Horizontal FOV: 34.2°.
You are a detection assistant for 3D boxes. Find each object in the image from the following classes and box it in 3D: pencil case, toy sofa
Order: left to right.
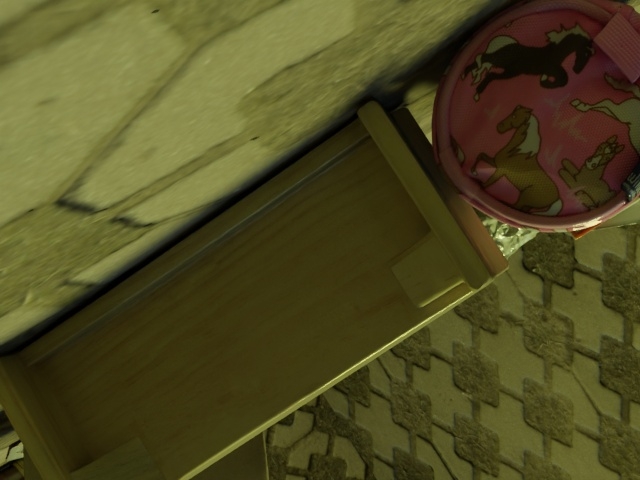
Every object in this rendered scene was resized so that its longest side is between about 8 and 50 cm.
[{"bbox_3d":[-0.049,0.059,0.786,0.362,0.150,0.177,-34,173,11],"label":"toy sofa"},{"bbox_3d":[0.206,-0.098,0.843,0.167,0.160,0.386,11,-172,16],"label":"pencil case"}]

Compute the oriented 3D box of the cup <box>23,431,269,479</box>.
[{"bbox_3d":[-0.205,0.269,1.153,0.236,0.331,0.331,-3,166,-15],"label":"cup"}]

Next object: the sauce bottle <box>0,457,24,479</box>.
[{"bbox_3d":[-0.352,0.335,1.679,0.344,0.111,0.111,-29,173,-31],"label":"sauce bottle"}]

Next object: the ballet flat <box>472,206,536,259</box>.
[{"bbox_3d":[0.279,-0.097,1.338,0.409,0.147,0.147,-40,177,-21],"label":"ballet flat"}]

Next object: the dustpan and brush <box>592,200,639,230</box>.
[{"bbox_3d":[0.361,-0.123,1.276,0.147,0.211,0.060,-10,177,18],"label":"dustpan and brush"}]

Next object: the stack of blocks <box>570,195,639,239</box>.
[{"bbox_3d":[0.372,-0.153,1.187,0.297,0.171,0.087,-35,174,15],"label":"stack of blocks"}]

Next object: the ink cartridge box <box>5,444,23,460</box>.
[{"bbox_3d":[-0.341,0.257,1.500,0.224,0.056,0.181,-10,166,-22],"label":"ink cartridge box"}]
